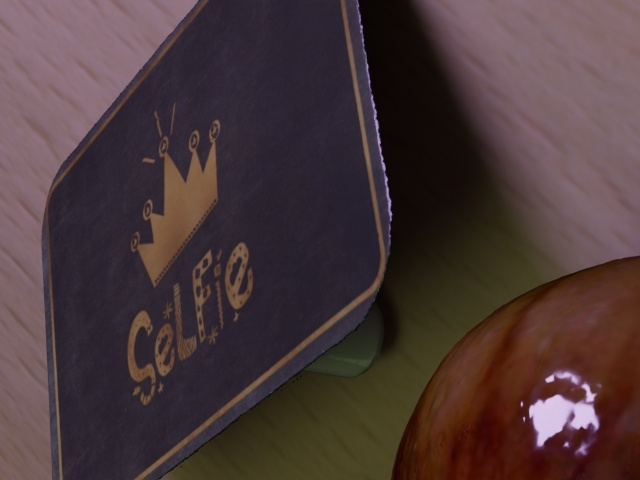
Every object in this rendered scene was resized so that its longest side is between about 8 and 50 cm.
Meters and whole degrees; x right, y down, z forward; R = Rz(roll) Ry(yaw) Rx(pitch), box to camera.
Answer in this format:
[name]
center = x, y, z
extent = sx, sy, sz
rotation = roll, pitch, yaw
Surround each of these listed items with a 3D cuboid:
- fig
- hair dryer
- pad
[fig]
center = 0.144, 0.107, 0.649
extent = 0.235, 0.214, 0.235
rotation = 14, 131, 16
[hair dryer]
center = 0.000, 0.000, 0.853
extent = 0.047, 0.082, 0.137
rotation = 24, 101, 59
[pad]
center = -0.093, 0.021, 0.856
extent = 0.375, 0.063, 0.315
rotation = -42, 49, 48
